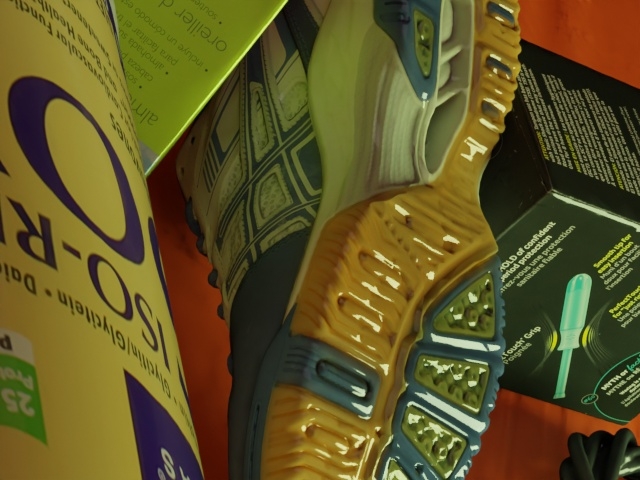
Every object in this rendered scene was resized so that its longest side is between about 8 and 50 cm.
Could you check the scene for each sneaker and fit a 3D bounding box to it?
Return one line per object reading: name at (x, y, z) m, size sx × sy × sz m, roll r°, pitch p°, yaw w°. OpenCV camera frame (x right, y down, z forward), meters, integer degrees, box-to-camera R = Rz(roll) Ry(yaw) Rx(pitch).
sneaker at (0.000, 0.000, 0.802) m, size 0.112 × 0.131 × 0.296 m, roll 39°, pitch 52°, yaw -40°

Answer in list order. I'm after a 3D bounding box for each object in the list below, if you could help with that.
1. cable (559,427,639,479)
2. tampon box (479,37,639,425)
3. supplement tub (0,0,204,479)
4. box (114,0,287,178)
cable at (0.169, 0.163, 0.863) m, size 0.184 × 0.047 × 0.150 m, roll 37°, pitch 28°, yaw -9°
tampon box at (0.110, -0.003, 0.901) m, size 0.161 × 0.120 × 0.101 m, roll 19°, pitch 41°, yaw -35°
supplement tub at (-0.145, 0.062, 0.433) m, size 0.241 × 0.241 × 0.331 m, roll 19°, pitch 41°, yaw -35°
box at (-0.105, -0.058, 0.722) m, size 0.109 × 0.042 × 0.178 m, roll 39°, pitch 77°, yaw -8°
